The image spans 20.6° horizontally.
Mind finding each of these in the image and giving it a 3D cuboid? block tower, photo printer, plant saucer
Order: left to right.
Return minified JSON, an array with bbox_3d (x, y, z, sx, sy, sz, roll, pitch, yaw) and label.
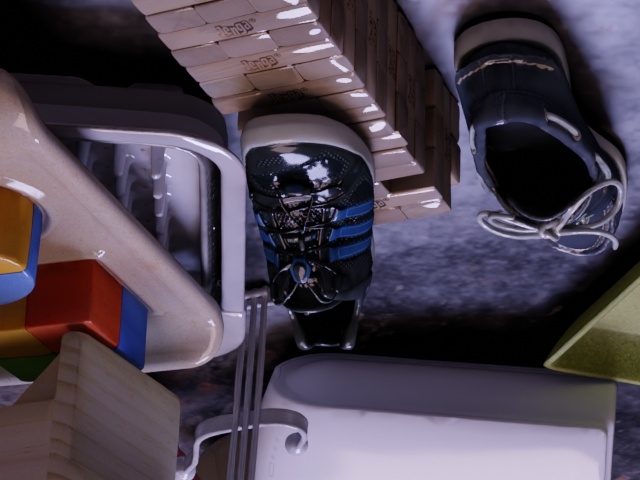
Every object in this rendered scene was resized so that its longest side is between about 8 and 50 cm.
[{"bbox_3d":[-0.013,-0.115,0.992,0.097,0.091,0.335,-10,150,21],"label":"block tower"},{"bbox_3d":[0.091,0.221,1.484,0.307,0.107,0.256,4,117,11],"label":"photo printer"},{"bbox_3d":[0.292,0.058,1.346,0.188,0.045,0.188,11,151,-14],"label":"plant saucer"}]

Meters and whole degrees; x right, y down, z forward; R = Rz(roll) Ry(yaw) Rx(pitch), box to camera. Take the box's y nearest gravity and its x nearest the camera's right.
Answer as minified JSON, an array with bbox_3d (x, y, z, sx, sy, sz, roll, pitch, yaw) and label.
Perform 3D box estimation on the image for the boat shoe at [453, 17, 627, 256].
[{"bbox_3d":[0.145,-0.044,1.125,0.095,0.079,0.254,-5,151,14],"label":"boat shoe"}]

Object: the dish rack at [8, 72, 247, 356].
[{"bbox_3d":[-0.191,-0.019,1.212,0.285,0.072,0.333,4,153,-1],"label":"dish rack"}]

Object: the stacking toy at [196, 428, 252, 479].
[{"bbox_3d":[-0.013,0.298,1.749,0.141,0.141,0.330,-7,155,18],"label":"stacking toy"}]

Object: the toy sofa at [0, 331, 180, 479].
[{"bbox_3d":[-0.284,0.185,1.204,0.362,0.177,0.150,-9,154,20],"label":"toy sofa"}]

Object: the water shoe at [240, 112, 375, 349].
[{"bbox_3d":[0.000,0.000,1.026,0.073,0.080,0.203,-3,152,11],"label":"water shoe"}]

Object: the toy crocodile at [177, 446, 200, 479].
[{"bbox_3d":[-0.122,0.257,1.514,0.105,0.340,0.115,-23,162,-32],"label":"toy crocodile"}]

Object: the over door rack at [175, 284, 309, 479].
[{"bbox_3d":[-0.163,0.163,1.383,0.324,0.239,0.108,-4,146,12],"label":"over door rack"}]

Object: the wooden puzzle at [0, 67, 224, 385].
[{"bbox_3d":[-0.268,0.027,1.149,0.322,0.080,0.348,-6,150,17],"label":"wooden puzzle"}]
